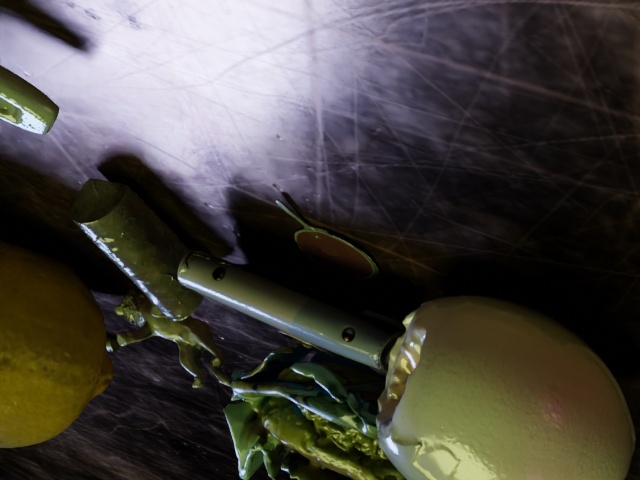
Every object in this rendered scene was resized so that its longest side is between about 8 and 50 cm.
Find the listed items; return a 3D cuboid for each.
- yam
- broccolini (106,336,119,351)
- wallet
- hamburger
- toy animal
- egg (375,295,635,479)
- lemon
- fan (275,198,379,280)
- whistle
[{"bbox_3d":[-0.178,0.006,1.293,0.068,0.068,0.169,8,147,39],"label":"yam"},{"bbox_3d":[-0.374,0.142,1.808,0.202,0.068,0.091,7,131,38],"label":"broccolini"},{"bbox_3d":[-0.010,0.066,1.234,0.231,0.069,0.170,21,175,22],"label":"wallet"},{"bbox_3d":[0.030,0.202,1.292,0.260,0.150,0.276,20,-179,-11],"label":"hamburger"},{"bbox_3d":[-0.164,0.102,1.427,0.086,0.069,0.220,5,-156,-45],"label":"toy animal"},{"bbox_3d":[0.160,0.146,1.078,0.217,0.183,0.183,17,158,-5],"label":"egg"},{"bbox_3d":[-0.394,0.124,1.544,0.284,0.260,0.260,-4,156,-3],"label":"lemon"},{"bbox_3d":[0.000,0.000,1.158,0.085,0.005,0.133,4,150,45],"label":"fan"},{"bbox_3d":[-0.328,-0.157,1.063,0.244,0.092,0.110,32,147,-10],"label":"whistle"}]
